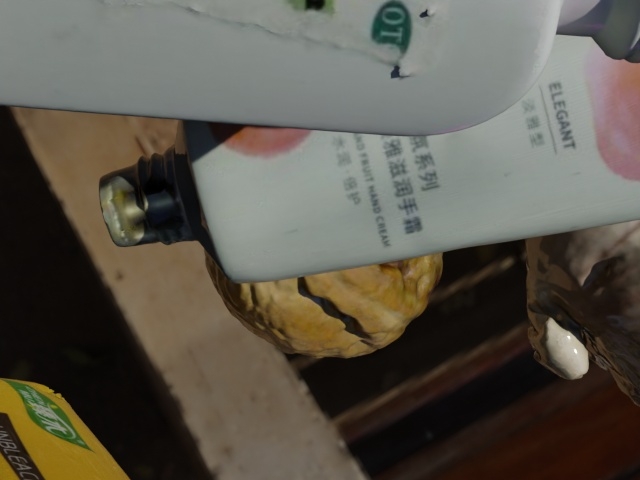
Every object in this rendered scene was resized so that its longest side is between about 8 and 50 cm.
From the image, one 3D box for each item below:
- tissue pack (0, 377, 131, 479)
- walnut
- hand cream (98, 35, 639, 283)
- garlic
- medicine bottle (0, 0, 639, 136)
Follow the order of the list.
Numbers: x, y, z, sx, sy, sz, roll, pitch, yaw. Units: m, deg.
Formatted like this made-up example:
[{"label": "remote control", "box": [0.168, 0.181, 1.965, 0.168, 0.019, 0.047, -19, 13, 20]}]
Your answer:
[{"label": "tissue pack", "box": [-0.255, 0.260, 1.226, 0.293, 0.382, 0.228, 10, 108, -35]}, {"label": "walnut", "box": [0.000, 0.000, 1.189, 0.155, 0.155, 0.184, -40, 152, 8]}, {"label": "hand cream", "box": [0.079, -0.049, 0.674, 0.341, 0.078, 0.124, -14, 101, 8]}, {"label": "garlic", "box": [0.265, 0.004, 1.287, 0.241, 0.322, 0.322, -18, 140, 16]}, {"label": "medicine bottle", "box": [-0.010, -0.115, 0.535, 0.296, 0.111, 0.161, 5, 119, -4]}]
